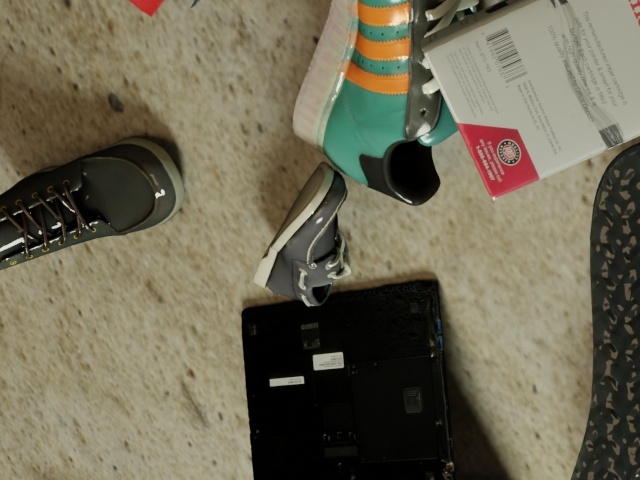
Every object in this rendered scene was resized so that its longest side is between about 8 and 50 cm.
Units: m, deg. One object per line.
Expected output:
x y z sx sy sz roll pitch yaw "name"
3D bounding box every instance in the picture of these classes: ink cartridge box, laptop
0.154 -0.109 1.235 0.150 0.063 0.109 -24 101 7 "ink cartridge box"
0.065 0.174 1.601 0.234 0.137 0.264 -11 82 46 "laptop"

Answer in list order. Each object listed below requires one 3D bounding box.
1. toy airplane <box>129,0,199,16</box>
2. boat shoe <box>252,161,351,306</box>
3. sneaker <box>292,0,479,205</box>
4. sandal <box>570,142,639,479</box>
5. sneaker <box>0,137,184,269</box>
-0.139 -0.245 1.509 0.151 0.028 0.151 22 127 31 "toy airplane"
0.000 0.000 1.484 0.065 0.075 0.206 30 158 -1 "boat shoe"
0.072 -0.145 1.322 0.121 0.108 0.302 39 144 17 "sneaker"
0.261 0.140 1.341 0.168 0.107 0.445 19 115 36 "sandal"
-0.217 -0.020 1.661 0.222 0.118 0.083 -13 106 47 "sneaker"
